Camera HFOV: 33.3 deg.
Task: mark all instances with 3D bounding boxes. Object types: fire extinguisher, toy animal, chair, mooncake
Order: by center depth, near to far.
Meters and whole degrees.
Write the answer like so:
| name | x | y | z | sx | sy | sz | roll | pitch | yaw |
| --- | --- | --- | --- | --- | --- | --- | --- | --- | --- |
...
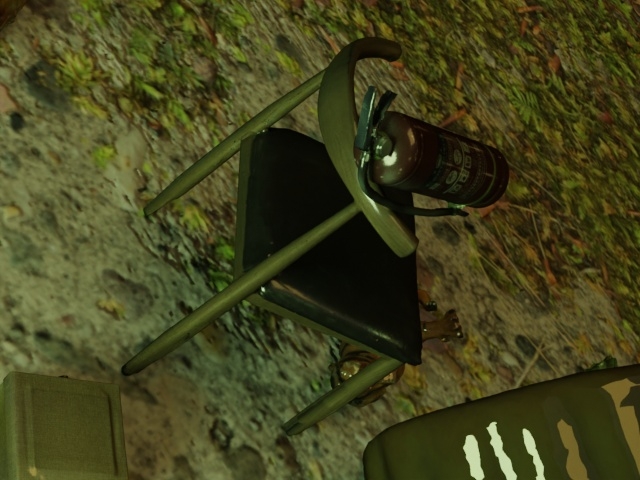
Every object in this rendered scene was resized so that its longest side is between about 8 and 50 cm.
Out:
| name | x | y | z | sx | sy | sz | roll | pitch | yaw |
| --- | --- | --- | --- | --- | --- | --- | --- | --- | --- |
| fire extinguisher | 0.061 | -0.047 | 0.636 | 0.043 | 0.064 | 0.158 | 23 | 8 | 34 |
| chair | 0.000 | 0.000 | 0.775 | 0.166 | 0.272 | 0.188 | 25 | 45 | -27 |
| mooncake | 0.174 | 0.197 | 0.775 | 0.290 | 0.290 | 0.161 | 8 | 64 | -40 |
| toy animal | 0.038 | 0.029 | 0.947 | 0.116 | 0.114 | 0.255 | -16 | 57 | -3 |

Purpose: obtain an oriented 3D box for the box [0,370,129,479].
| name | x | y | z | sx | sy | sz | roll | pitch | yaw |
| --- | --- | --- | --- | --- | --- | --- | --- | --- | --- |
| box | -0.169 | 0.128 | 0.695 | 0.079 | 0.035 | 0.083 | 15 | 49 | -36 |

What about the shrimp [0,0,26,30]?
| name | x | y | z | sx | sy | sz | roll | pitch | yaw |
| --- | --- | --- | --- | --- | --- | --- | --- | --- | --- |
| shrimp | -0.280 | -0.222 | 0.876 | 0.099 | 0.041 | 0.180 | 24 | 45 | -26 |

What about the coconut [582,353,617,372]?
| name | x | y | z | sx | sy | sz | roll | pitch | yaw |
| --- | --- | --- | --- | --- | --- | --- | --- | --- | --- |
| coconut | 0.294 | 0.185 | 1.077 | 0.158 | 0.055 | 0.133 | 15 | 48 | -38 |
